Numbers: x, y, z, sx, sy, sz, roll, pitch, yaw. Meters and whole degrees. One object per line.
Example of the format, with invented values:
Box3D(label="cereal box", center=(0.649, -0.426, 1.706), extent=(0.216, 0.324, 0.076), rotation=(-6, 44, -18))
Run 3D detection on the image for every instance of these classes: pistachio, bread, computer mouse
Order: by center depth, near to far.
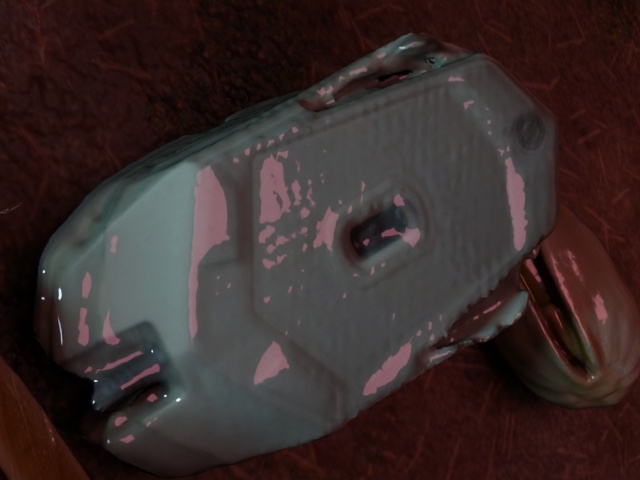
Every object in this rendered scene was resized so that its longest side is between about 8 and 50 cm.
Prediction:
Box3D(label="bread", center=(-0.193, 0.118, 0.593), extent=(0.073, 0.053, 0.214), rotation=(-81, 151, -56))
Box3D(label="computer mouse", center=(-0.004, 0.001, 0.744), extent=(0.429, 0.145, 0.228), rotation=(-29, 106, -28))
Box3D(label="pistachio", center=(0.206, 0.052, 0.913), extent=(0.223, 0.126, 0.152), rotation=(59, 17, -6))

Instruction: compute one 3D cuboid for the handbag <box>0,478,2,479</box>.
Box3D(label="handbag", center=(-0.256, 0.199, 0.494), extent=(0.225, 0.135, 0.146), rotation=(-16, 88, -44))

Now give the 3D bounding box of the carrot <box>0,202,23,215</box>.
Box3D(label="carrot", center=(-0.280, 0.051, 0.554), extent=(0.298, 0.078, 0.078), rotation=(-42, 106, -41))
